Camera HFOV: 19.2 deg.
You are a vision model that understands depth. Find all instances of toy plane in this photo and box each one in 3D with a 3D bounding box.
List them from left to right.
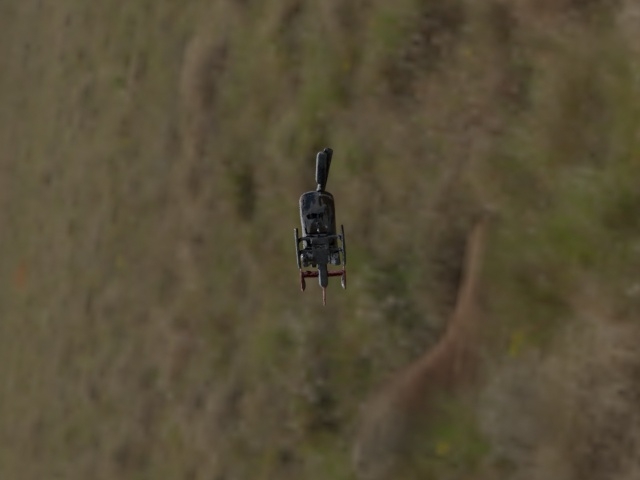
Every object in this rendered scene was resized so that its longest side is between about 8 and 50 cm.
[{"bbox_3d":[0.000,0.000,1.446,0.145,0.037,0.060,86,180,-49],"label":"toy plane"}]
